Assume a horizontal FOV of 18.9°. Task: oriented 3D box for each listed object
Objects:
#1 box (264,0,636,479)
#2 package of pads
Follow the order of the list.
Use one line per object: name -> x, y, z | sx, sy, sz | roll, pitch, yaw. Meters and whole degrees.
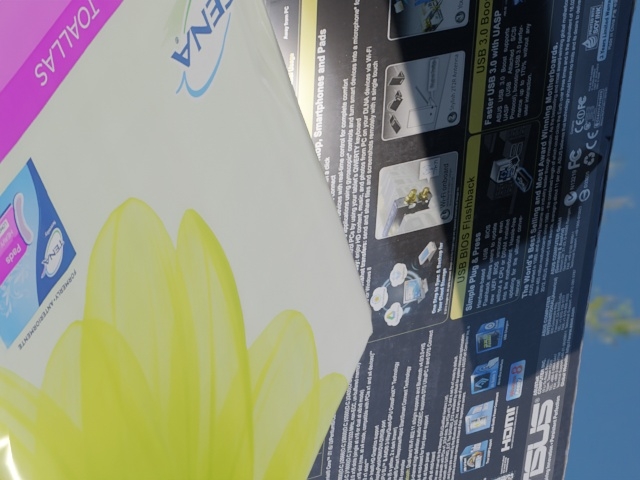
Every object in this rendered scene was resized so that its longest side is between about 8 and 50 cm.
box -> 0.000, 0.000, 1.004 | 0.097, 0.318, 0.395 | 43, -41, 46
package of pads -> -0.090, -0.006, 0.636 | 0.229, 0.101, 0.296 | -62, 143, -44
